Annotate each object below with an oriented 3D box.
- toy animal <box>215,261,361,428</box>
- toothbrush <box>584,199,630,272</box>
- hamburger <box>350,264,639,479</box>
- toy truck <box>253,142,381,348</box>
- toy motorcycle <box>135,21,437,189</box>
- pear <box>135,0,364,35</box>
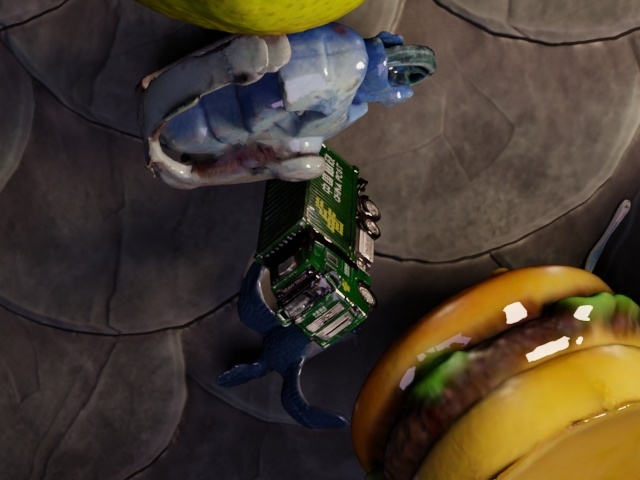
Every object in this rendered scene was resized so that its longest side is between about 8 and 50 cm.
[{"bbox_3d":[-0.036,0.132,2.107,0.176,0.239,0.255,-26,167,-11],"label":"toy animal"},{"bbox_3d":[0.330,0.017,2.087,0.014,0.017,0.162,8,127,-27],"label":"toothbrush"},{"bbox_3d":[0.242,0.208,2.032,0.395,0.277,0.396,-20,141,-17],"label":"hamburger"},{"bbox_3d":[0.000,0.000,1.950,0.121,0.259,0.088,40,117,-22],"label":"toy truck"},{"bbox_3d":[-0.051,-0.141,1.859,0.319,0.241,0.182,-20,102,35],"label":"toy motorcycle"},{"bbox_3d":[-0.072,-0.362,1.647,0.391,0.391,0.391,2,124,2],"label":"pear"}]
